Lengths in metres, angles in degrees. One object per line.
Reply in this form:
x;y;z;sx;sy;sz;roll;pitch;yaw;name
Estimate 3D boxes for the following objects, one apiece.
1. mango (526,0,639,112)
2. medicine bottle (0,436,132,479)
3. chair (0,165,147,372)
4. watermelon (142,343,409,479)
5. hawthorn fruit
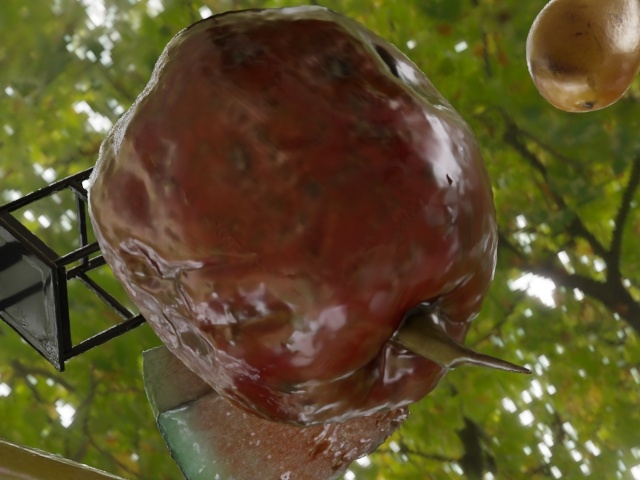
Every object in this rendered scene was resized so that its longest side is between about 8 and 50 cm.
0.336;-0.252;1.709;0.219;0.145;0.112;-60;-171;-30;mango
-0.040;0.204;0.773;0.108;0.426;0.108;-53;-156;36;medicine bottle
-0.304;0.043;1.444;0.260;0.154;0.141;-27;-134;-34;chair
-0.027;0.161;1.400;0.257;0.193;0.139;-25;-144;1;watermelon
-0.015;-0.014;0.871;0.258;0.258;0.261;-17;-115;19;hawthorn fruit
